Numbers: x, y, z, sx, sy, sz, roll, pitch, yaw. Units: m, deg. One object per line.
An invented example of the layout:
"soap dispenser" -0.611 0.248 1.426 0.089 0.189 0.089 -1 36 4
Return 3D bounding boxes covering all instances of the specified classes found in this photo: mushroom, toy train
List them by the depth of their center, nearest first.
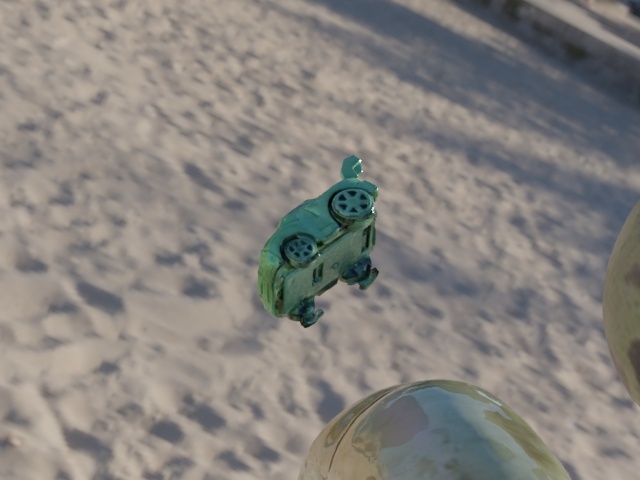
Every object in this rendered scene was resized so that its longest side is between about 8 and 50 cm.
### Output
"mushroom" 0.082 0.305 1.159 0.353 0.353 0.325 30 12 10
"toy train" 0.000 0.000 1.178 0.149 0.099 0.081 -33 56 -26

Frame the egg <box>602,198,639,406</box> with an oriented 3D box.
"egg" 0.510 0.041 1.526 0.345 0.428 0.345 28 20 -11
